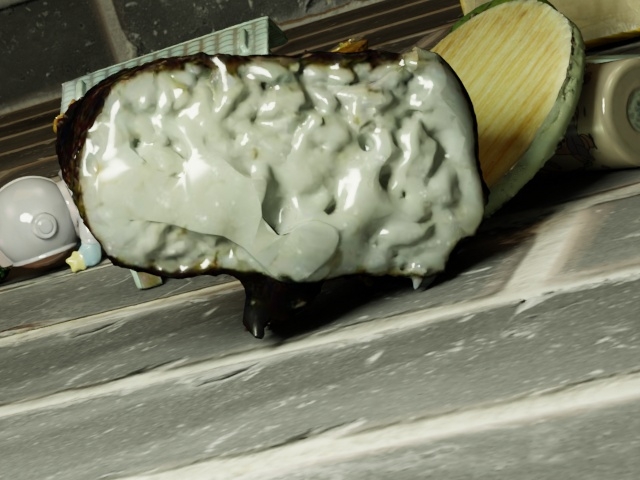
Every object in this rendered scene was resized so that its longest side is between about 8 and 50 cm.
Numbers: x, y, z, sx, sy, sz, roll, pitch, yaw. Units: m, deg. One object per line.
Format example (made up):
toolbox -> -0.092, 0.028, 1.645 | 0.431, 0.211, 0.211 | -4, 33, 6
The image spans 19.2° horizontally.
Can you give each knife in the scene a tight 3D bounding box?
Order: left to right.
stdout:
knife -> 0.335, -0.200, 2.155 | 0.044, 0.023, 0.162 | -8, 7, -19

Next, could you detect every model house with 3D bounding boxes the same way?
model house -> -0.124, -0.092, 1.908 | 0.224, 0.215, 0.198 | -16, 10, 11

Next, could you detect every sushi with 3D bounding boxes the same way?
sushi -> -0.040, -0.044, 1.537 | 0.348, 0.234, 0.207 | 2, 4, -13

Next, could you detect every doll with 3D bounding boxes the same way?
doll -> -0.245, -0.054, 2.123 | 0.287, 0.151, 0.151 | -25, 13, -14

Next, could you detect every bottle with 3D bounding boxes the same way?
bottle -> 0.222, -0.115, 1.734 | 0.209, 0.097, 0.110 | -2, 58, 53

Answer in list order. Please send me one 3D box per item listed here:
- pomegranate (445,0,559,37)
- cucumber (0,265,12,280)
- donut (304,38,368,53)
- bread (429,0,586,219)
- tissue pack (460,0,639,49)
pomegranate -> 0.224, -0.214, 2.153 | 0.152, 0.131, 0.191 | -15, 4, 32
cucumber -> -0.463, 0.036, 2.220 | 0.300, 0.072, 0.072 | -8, 15, 35
donut -> -0.052, -0.182, 2.497 | 0.259, 0.101, 0.152 | -16, 12, 9
bread -> 0.137, -0.105, 1.703 | 0.267, 0.040, 0.267 | -36, 32, 27
tissue pack -> 0.395, -0.395, 2.468 | 0.293, 0.228, 0.382 | -7, 17, 47
